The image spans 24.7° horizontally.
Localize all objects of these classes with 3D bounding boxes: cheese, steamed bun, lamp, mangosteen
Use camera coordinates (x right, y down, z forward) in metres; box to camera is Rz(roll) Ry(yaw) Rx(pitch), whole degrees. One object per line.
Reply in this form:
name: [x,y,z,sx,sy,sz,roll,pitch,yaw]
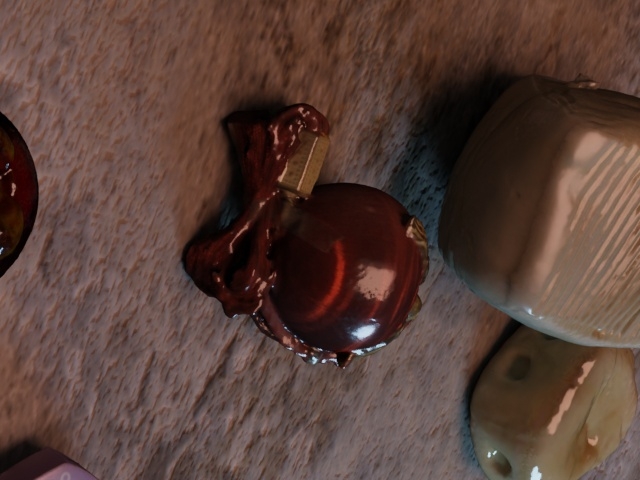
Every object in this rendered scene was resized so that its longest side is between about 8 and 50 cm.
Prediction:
cheese: [0.273,0.183,1.656,0.218,0.117,0.235,17,99,-50]
steamed bun: [0.266,-0.034,1.465,0.384,0.236,0.247,9,111,-41]
lamp: [0.009,0.003,1.275,0.223,0.151,0.215,19,90,-46]
mangosteen: [-0.256,-0.030,0.989,0.152,0.152,0.152,-22,123,-38]

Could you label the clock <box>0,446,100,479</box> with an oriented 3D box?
clock: [-0.241,0.249,1.197,0.198,0.064,0.172,2,105,-47]
